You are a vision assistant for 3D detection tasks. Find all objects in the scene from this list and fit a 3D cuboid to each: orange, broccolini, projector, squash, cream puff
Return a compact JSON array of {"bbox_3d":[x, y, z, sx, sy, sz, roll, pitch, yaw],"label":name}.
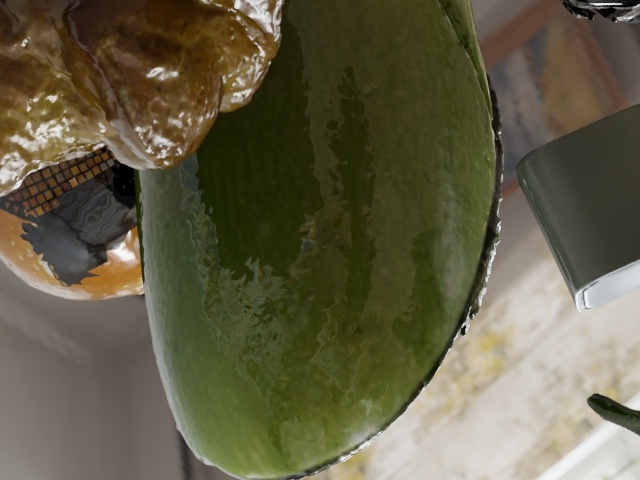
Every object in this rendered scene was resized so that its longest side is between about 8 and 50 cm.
[{"bbox_3d":[-0.153,-0.056,1.326,0.182,0.234,0.234,50,-158,13],"label":"orange"},{"bbox_3d":[0.281,0.142,1.268,0.201,0.058,0.074,33,142,45],"label":"broccolini"},{"bbox_3d":[0.163,-0.017,0.965,0.083,0.083,0.082,56,-169,-74],"label":"projector"},{"bbox_3d":[0.000,0.000,1.081,0.210,0.234,0.309,25,-129,-62],"label":"squash"},{"bbox_3d":[-0.122,-0.136,0.931,0.155,0.241,0.269,67,-151,-48],"label":"cream puff"}]

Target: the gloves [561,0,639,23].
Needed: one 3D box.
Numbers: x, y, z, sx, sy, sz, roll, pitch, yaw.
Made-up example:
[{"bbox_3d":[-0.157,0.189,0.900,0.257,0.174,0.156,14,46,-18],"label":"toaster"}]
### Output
[{"bbox_3d":[0.107,-0.225,0.740,0.312,0.135,0.210,-107,6,-67],"label":"gloves"}]
